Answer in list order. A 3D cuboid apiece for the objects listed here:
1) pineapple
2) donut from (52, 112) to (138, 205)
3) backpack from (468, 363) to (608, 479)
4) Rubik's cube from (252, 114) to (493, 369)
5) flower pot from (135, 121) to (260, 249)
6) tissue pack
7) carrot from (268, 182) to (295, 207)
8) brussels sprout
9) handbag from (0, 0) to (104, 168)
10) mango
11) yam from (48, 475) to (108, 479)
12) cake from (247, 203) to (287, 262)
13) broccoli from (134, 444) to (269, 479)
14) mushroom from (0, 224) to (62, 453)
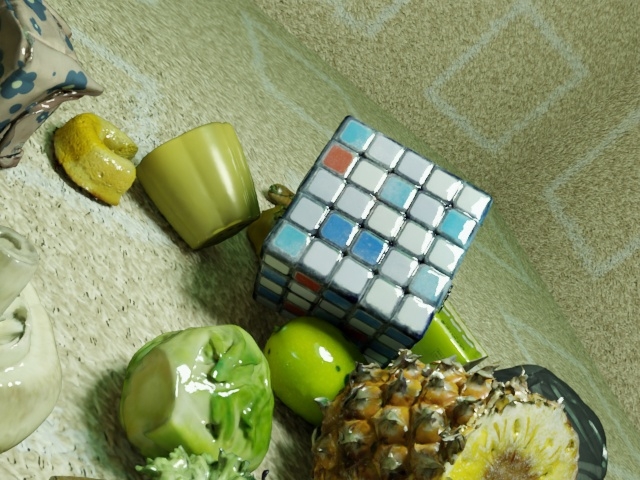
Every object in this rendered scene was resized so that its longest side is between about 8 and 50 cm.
[{"bbox_3d":[0.160,0.311,1.014,0.352,0.352,0.300,26,-8,-42],"label":"pineapple"},{"bbox_3d":[-0.373,-0.150,1.205,0.146,0.078,0.181,39,21,-26],"label":"donut"},{"bbox_3d":[0.447,0.421,1.523,0.445,0.255,0.363,-7,60,-55],"label":"backpack"},{"bbox_3d":[0.076,0.016,1.244,0.293,0.292,0.287,28,-22,1],"label":"Rubik's cube"},{"bbox_3d":[-0.204,-0.090,1.285,0.179,0.195,0.195,61,23,3],"label":"flower pot"},{"bbox_3d":[0.170,0.183,1.469,0.275,0.200,0.167,56,22,19],"label":"tissue pack"},{"bbox_3d":[-0.043,-0.078,1.742,0.254,0.049,0.049,28,28,-49],"label":"carrot"},{"bbox_3d":[-0.150,0.208,0.907,0.223,0.161,0.223,28,52,-42],"label":"brussels sprout"},{"bbox_3d":[-0.440,-0.217,0.977,0.190,0.251,0.193,59,14,11],"label":"handbag"},{"bbox_3d":[0.023,0.242,1.188,0.293,0.143,0.175,49,21,-22],"label":"mango"},{"bbox_3d":[-0.230,0.279,0.790,0.145,0.032,0.032,26,30,-44],"label":"yam"},{"bbox_3d":[-0.113,0.019,1.451,0.080,0.116,0.185,8,75,-52],"label":"cake"},{"bbox_3d":[-0.137,0.353,0.588,0.353,0.275,0.397,14,-4,35],"label":"broccoli"},{"bbox_3d":[-0.341,0.079,0.654,0.254,0.234,0.260,39,22,-28],"label":"mushroom"}]
